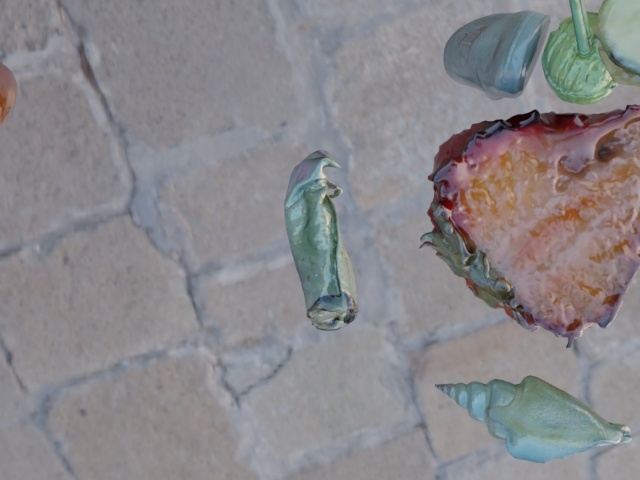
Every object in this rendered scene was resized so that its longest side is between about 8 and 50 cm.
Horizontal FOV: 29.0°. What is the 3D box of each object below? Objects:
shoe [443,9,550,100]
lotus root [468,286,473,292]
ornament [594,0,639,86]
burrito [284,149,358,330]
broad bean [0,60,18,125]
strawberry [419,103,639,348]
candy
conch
[{"bbox_3d":[0.194,-0.216,1.412,0.100,0.251,0.103,25,92,2],"label":"shoe"},{"bbox_3d":[0.235,0.054,1.619,0.083,0.037,0.030,7,112,-12],"label":"lotus root"},{"bbox_3d":[0.359,-0.200,1.094,0.180,0.201,0.059,-61,156,-16],"label":"ornament"},{"bbox_3d":[0.000,0.000,1.694,0.089,0.229,0.144,-8,160,-3],"label":"burrito"},{"bbox_3d":[-0.268,-0.110,0.772,0.156,0.228,0.122,7,112,-12],"label":"broad bean"},{"bbox_3d":[0.242,-0.046,1.399,0.253,0.150,0.280,31,79,-4],"label":"strawberry"},{"bbox_3d":[0.249,-0.223,1.195,0.093,0.092,0.335,-34,158,3],"label":"candy"},{"bbox_3d":[0.188,0.155,1.104,0.180,0.088,0.065,14,97,12],"label":"conch"}]
